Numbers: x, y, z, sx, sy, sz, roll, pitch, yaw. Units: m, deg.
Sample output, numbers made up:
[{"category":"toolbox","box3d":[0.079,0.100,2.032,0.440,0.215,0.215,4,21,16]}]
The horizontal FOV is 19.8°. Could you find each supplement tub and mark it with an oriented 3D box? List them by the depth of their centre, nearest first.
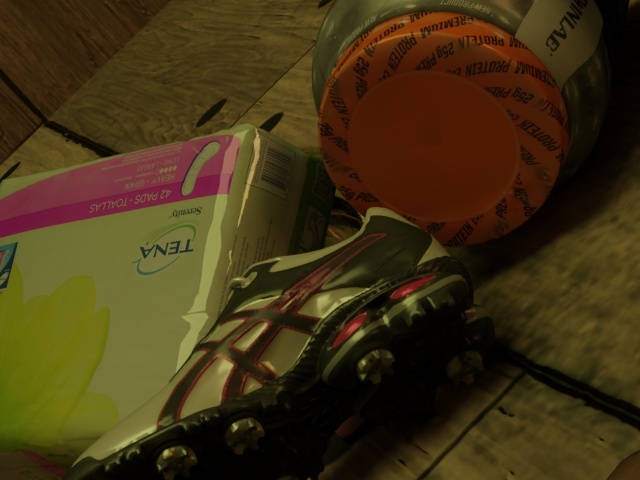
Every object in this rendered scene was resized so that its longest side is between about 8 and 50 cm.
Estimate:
[{"category":"supplement tub","box3d":[0.106,-0.143,1.235,0.193,0.193,0.316,-33,20,30]}]

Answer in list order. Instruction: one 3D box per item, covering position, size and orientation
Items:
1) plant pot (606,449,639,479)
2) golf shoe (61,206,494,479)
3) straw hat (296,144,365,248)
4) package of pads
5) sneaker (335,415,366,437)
[{"category":"plant pot","box3d":[0.193,0.140,0.329,0.229,0.263,0.263,-16,26,19]},{"category":"golf shoe","box3d":[-0.035,0.084,1.071,0.273,0.105,0.120,-29,46,-4]},{"category":"straw hat","box3d":[0.000,0.000,1.343,0.144,0.144,0.061,-60,-16,-44]},{"category":"package of pads","box3d":[-0.137,0.057,1.266,0.296,0.101,0.229,-11,60,44]},{"category":"sneaker","box3d":[0.007,0.078,1.160,0.047,0.057,0.119,-44,16,5]}]
